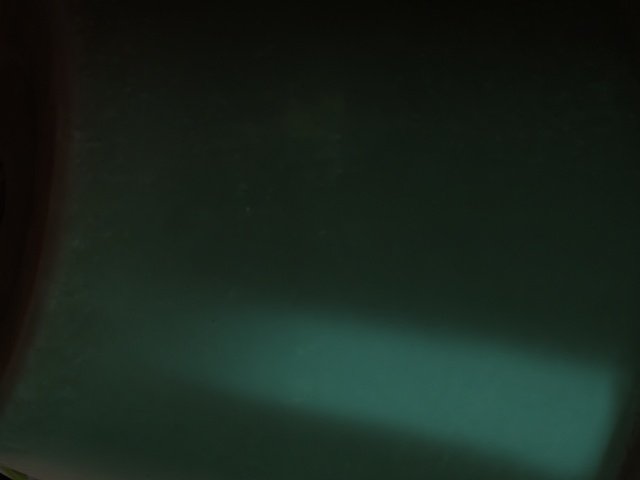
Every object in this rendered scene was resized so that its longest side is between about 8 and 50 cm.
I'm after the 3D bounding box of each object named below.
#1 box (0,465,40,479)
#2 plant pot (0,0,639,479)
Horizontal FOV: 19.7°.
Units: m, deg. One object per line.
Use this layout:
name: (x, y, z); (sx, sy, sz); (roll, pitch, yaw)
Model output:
box: (-0.193, 0.111, 0.674); (0.169, 0.087, 0.290); (-37, 149, 1)
plant pot: (0.000, 0.000, 0.599); (0.229, 0.263, 0.263); (9, 130, -27)
